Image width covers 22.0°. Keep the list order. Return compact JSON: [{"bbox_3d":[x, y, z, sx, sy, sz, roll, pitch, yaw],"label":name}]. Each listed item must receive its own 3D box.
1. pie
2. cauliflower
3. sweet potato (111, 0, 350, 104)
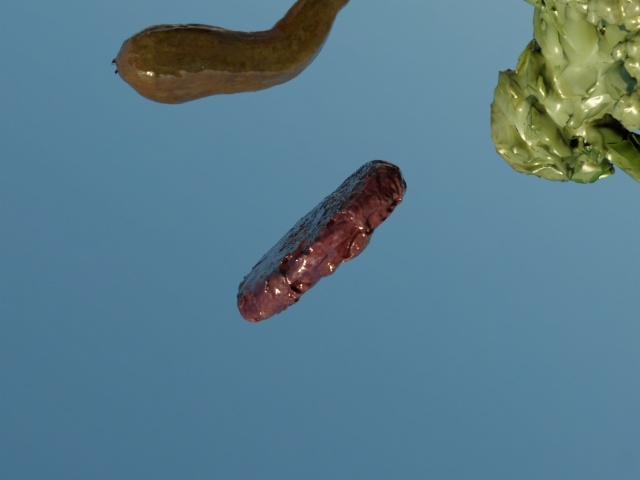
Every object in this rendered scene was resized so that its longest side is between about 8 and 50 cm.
[{"bbox_3d":[0.000,0.000,1.159,0.036,0.154,0.154,47,-156,-7],"label":"pie"},{"bbox_3d":[0.244,-0.140,1.296,0.272,0.250,0.275,-1,-121,-44],"label":"cauliflower"},{"bbox_3d":[-0.073,-0.173,1.495,0.233,0.081,0.062,-16,-168,-16],"label":"sweet potato"}]
